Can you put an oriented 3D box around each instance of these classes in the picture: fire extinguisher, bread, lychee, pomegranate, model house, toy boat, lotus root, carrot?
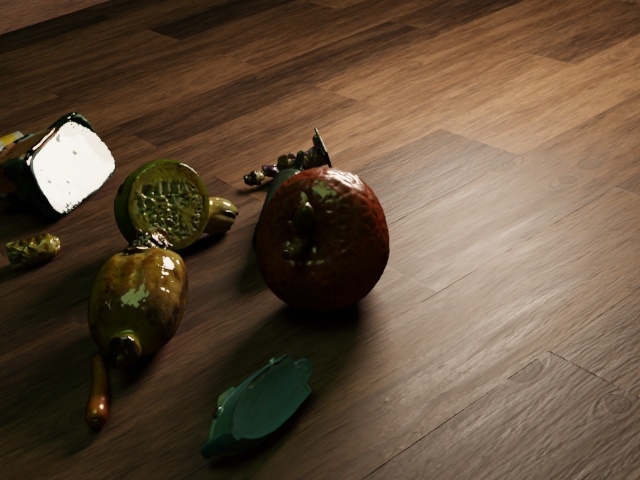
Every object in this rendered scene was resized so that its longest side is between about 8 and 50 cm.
[{"bbox_3d":[-0.067,-0.075,1.908,0.095,0.114,0.311,10,30,1],"label":"fire extinguisher"},{"bbox_3d":[-0.593,0.021,1.936,0.110,0.060,0.066,-16,1,-14],"label":"bread"},{"bbox_3d":[0.000,0.000,1.626,0.255,0.255,0.300,15,2,35],"label":"lychee"},{"bbox_3d":[-0.304,-0.074,1.903,0.241,0.190,0.159,-24,9,-23],"label":"pomegranate"},{"bbox_3d":[-0.674,-0.161,2.189,0.291,0.184,0.253,-8,33,30],"label":"model house"},{"bbox_3d":[-0.102,0.252,1.401,0.102,0.088,0.215,-28,9,48],"label":"toy boat"},{"bbox_3d":[-0.319,0.109,1.629,0.169,0.141,0.314,-6,39,10],"label":"lotus root"},{"bbox_3d":[-0.360,0.240,1.522,0.037,0.037,0.190,-12,26,-5],"label":"carrot"}]

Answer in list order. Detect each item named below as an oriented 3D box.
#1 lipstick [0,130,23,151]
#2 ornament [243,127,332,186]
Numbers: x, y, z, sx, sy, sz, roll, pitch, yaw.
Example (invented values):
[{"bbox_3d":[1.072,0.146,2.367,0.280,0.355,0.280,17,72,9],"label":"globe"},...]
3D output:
[{"bbox_3d":[-0.887,-0.209,2.407,0.264,0.059,0.059,-30,36,-32],"label":"lipstick"},{"bbox_3d":[-0.072,-0.160,2.104,0.203,0.088,0.081,-27,57,-7],"label":"ornament"}]
